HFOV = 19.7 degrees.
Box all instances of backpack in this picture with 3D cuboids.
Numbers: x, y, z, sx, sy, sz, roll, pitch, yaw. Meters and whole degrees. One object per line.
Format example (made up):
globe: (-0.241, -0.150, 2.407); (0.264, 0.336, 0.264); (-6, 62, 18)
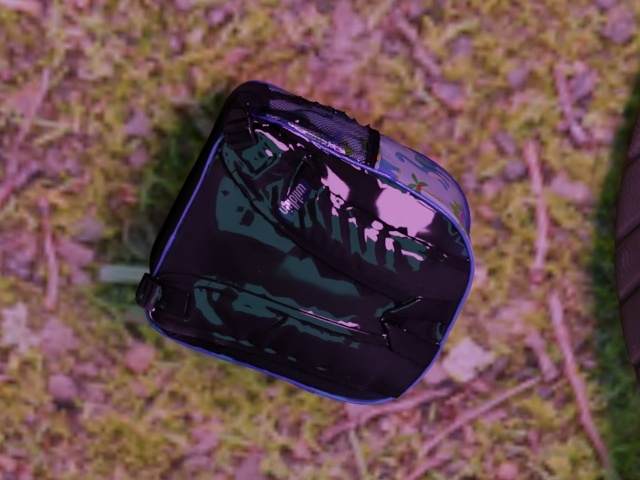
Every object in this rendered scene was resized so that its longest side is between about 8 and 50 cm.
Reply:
backpack: (0.000, 0.000, 0.714); (0.114, 0.084, 0.105); (25, 112, -8)

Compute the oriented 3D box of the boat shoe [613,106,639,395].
boat shoe: (0.199, 0.045, 0.741); (0.116, 0.123, 0.324); (-13, 109, -33)
